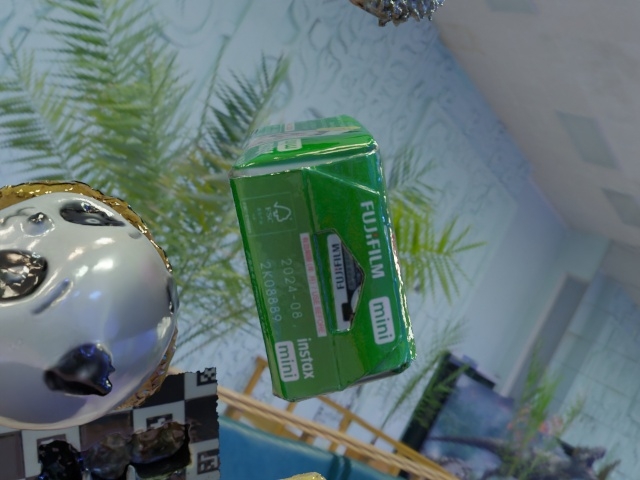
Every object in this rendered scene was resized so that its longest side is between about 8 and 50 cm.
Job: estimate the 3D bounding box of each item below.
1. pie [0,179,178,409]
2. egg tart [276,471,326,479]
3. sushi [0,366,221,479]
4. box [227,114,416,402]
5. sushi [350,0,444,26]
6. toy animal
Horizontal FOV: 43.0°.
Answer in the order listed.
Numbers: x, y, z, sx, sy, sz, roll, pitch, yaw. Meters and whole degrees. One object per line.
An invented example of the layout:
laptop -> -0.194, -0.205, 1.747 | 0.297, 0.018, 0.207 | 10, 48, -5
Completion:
pie -> -0.264, 0.061, 0.867 | 0.273, 0.273, 0.069 | 29, 27, 2
egg tart -> -0.064, 0.401, 1.148 | 0.288, 0.119, 0.288 | -11, -13, -3
sushi -> -0.359, 0.348, 1.354 | 0.372, 0.297, 0.100 | -9, 22, -23
box -> 0.000, 0.000, 0.632 | 0.102, 0.180, 0.250 | -11, 12, 0
sushi -> 0.089, -0.327, 1.046 | 0.226, 0.097, 0.103 | -10, 52, -42
toy animal -> -0.222, 0.053, 0.606 | 0.235, 0.187, 0.165 | -7, -63, 33
